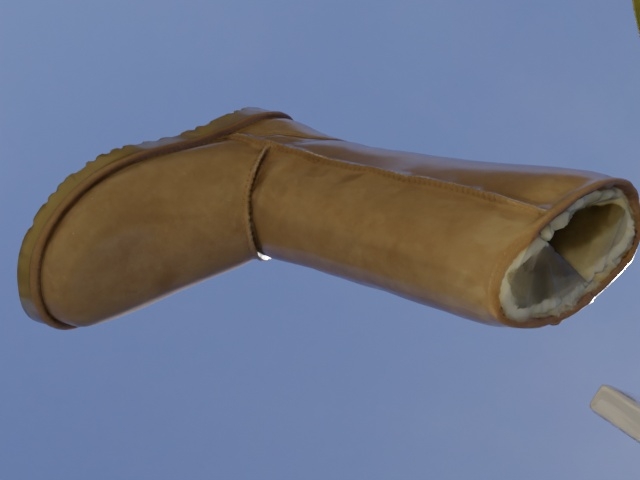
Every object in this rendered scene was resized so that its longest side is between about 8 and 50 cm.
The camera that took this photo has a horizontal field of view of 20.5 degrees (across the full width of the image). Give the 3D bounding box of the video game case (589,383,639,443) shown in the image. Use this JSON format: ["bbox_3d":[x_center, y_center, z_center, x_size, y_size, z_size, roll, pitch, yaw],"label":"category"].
[{"bbox_3d":[0.325,0.185,1.345,0.227,0.206,0.026,33,-85,23],"label":"video game case"}]

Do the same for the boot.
[{"bbox_3d":[0.000,0.000,0.971,0.270,0.089,0.236,16,-140,40],"label":"boot"}]

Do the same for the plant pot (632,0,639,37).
[{"bbox_3d":[0.111,-0.051,0.303,0.079,0.083,0.083,11,-118,55],"label":"plant pot"}]
